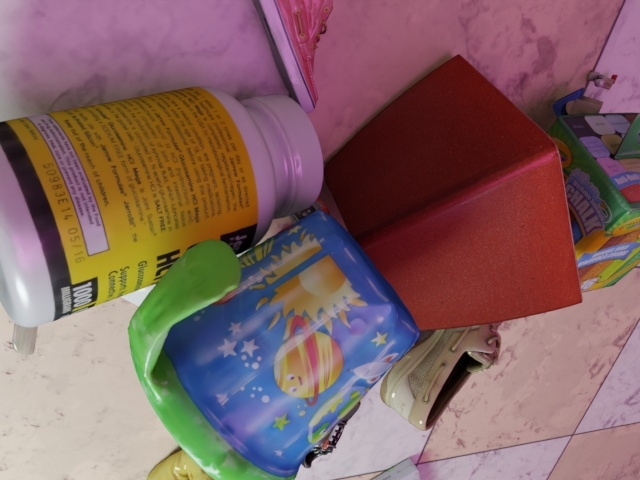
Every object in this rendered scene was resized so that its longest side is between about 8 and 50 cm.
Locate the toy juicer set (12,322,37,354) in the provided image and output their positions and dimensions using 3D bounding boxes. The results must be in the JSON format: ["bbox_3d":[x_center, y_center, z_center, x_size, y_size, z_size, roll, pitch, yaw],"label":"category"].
[{"bbox_3d":[-0.408,-0.020,0.619,0.329,0.089,0.209,32,80,-49],"label":"toy juicer set"}]

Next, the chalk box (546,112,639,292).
[{"bbox_3d":[0.415,-0.068,0.890,0.180,0.179,0.289,-7,147,-24],"label":"chalk box"}]

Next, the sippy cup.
[{"bbox_3d":[-0.032,0.097,0.622,0.224,0.305,0.240,-39,91,6],"label":"sippy cup"}]

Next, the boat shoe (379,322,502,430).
[{"bbox_3d":[0.255,0.182,1.041,0.341,0.110,0.121,-44,136,-13],"label":"boat shoe"}]

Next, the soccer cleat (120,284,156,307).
[{"bbox_3d":[-0.161,0.067,0.768,0.248,0.083,0.095,21,128,-15],"label":"soccer cleat"}]

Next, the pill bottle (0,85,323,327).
[{"bbox_3d":[-0.169,-0.053,0.626,0.334,0.188,0.187,-21,128,-32],"label":"pill bottle"}]

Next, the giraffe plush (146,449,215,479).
[{"bbox_3d":[-0.155,0.388,0.939,0.181,0.170,0.210,5,116,-30],"label":"giraffe plush"}]

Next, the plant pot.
[{"bbox_3d":[0.154,-0.037,0.801,0.236,0.267,0.267,-24,129,4],"label":"plant pot"}]

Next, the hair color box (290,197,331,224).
[{"bbox_3d":[0.000,0.000,0.843,0.043,0.072,0.141,-31,129,-7],"label":"hair color box"}]

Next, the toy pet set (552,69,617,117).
[{"bbox_3d":[0.405,-0.204,0.956,0.114,0.065,0.122,-35,144,-52],"label":"toy pet set"}]

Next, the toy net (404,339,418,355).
[{"bbox_3d":[0.114,0.147,1.013,0.122,0.045,0.232,-33,129,-7],"label":"toy net"}]

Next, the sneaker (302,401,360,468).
[{"bbox_3d":[0.019,0.343,1.073,0.158,0.065,0.061,-46,129,5],"label":"sneaker"}]

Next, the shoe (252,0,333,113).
[{"bbox_3d":[-0.017,-0.236,0.691,0.081,0.063,0.178,-26,124,-5],"label":"shoe"}]

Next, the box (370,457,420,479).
[{"bbox_3d":[0.129,0.556,1.283,0.186,0.038,0.145,-25,128,-11],"label":"box"}]
